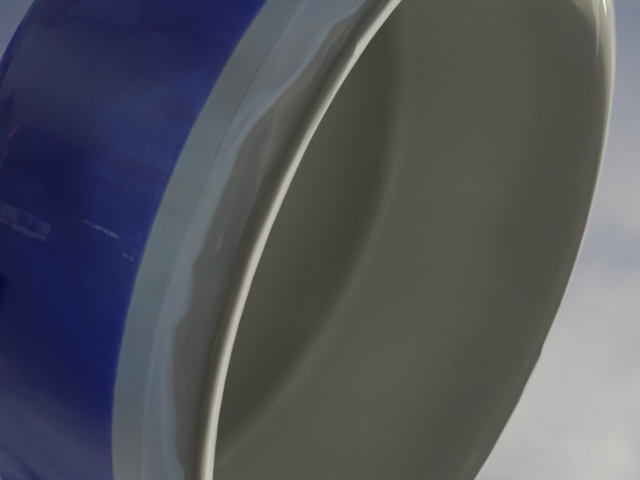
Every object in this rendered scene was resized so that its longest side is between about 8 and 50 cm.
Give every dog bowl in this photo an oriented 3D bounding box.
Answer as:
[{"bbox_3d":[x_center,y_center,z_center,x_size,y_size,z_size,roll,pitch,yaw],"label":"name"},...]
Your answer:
[{"bbox_3d":[0.000,0.000,0.462,0.265,0.104,0.265,-40,-39,-42],"label":"dog bowl"}]
